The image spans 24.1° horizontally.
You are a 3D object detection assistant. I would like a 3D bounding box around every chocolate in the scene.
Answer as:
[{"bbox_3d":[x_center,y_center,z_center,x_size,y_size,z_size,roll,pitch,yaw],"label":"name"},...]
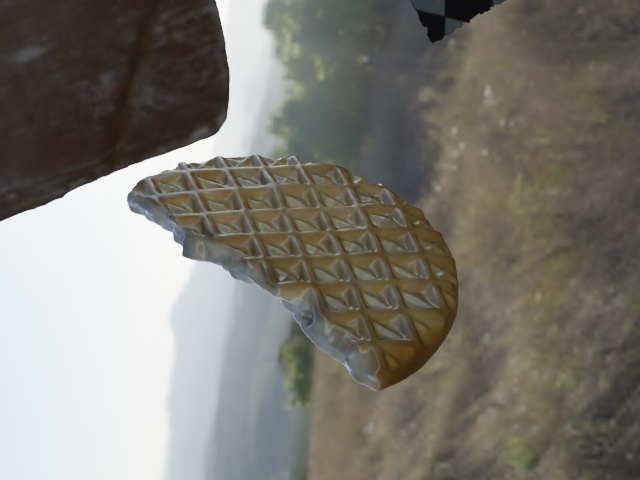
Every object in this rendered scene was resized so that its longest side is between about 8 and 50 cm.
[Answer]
[{"bbox_3d":[-0.184,-0.096,0.831,0.080,0.254,0.157,55,162,41],"label":"chocolate"}]

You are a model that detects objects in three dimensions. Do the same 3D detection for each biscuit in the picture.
[{"bbox_3d":[0.000,0.000,1.277,0.204,0.309,0.040,-26,-41,-40],"label":"biscuit"}]

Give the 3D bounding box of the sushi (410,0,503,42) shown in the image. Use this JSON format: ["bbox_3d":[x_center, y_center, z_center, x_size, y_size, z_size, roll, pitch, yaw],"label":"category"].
[{"bbox_3d":[0.099,-0.299,1.215,0.047,0.219,0.231,-13,107,56],"label":"sushi"}]
